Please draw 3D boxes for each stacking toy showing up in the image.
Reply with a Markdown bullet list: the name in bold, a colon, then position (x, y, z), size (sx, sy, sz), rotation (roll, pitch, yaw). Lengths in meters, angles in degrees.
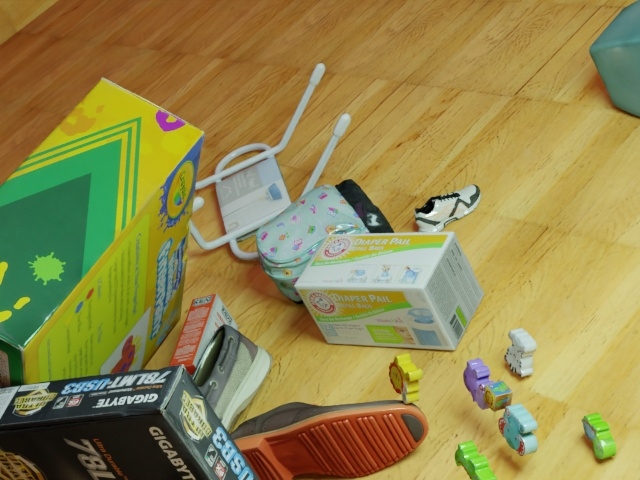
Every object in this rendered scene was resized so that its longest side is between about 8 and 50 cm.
- **stacking toy**: position (0.194, 0.184, 1.270), size (0.167, 0.052, 0.221), rotation (-10, 34, -20)

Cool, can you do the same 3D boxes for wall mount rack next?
- **wall mount rack**: position (-0.087, -0.130, 1.885), size (0.304, 0.130, 0.350), rotation (-26, 34, 4)

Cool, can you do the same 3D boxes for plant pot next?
- **plant pot**: position (0.503, -0.256, 1.595), size (0.234, 0.166, 0.165), rotation (4, 45, 52)

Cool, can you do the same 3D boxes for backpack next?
- **backpack**: position (0.000, 0.000, 1.658), size (0.182, 0.115, 0.152), rotation (-34, 35, -2)

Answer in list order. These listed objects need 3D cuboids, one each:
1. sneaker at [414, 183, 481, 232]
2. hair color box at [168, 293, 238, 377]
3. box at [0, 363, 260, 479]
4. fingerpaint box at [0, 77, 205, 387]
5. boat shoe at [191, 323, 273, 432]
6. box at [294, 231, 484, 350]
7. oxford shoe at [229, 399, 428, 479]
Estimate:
- **sneaker**: position (0.180, -0.050, 1.655), size (0.109, 0.044, 0.040), rotation (-35, 31, -12)
- **hair color box**: position (-0.160, 0.148, 1.616), size (0.043, 0.072, 0.141), rotation (-14, 35, 23)
- **box**: position (-0.213, 0.271, 1.283), size (0.293, 0.296, 0.073), rotation (-8, 38, 28)
- **fingerpaint box**: position (-0.325, 0.079, 1.492), size (0.163, 0.445, 0.371), rotation (28, 55, 9)
- **boat shoe**: position (-0.161, 0.222, 1.473), size (0.103, 0.092, 0.285), rotation (-35, 15, 49)
- **box**: position (0.087, 0.064, 1.506), size (0.203, 0.114, 0.103), rotation (-1, 41, 38)
- **oxford shoe**: position (0.000, 0.220, 1.379), size (0.271, 0.097, 0.098), rotation (-15, 30, 21)
